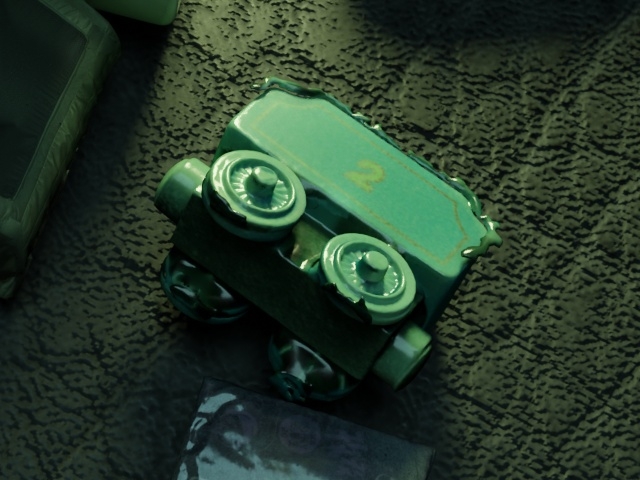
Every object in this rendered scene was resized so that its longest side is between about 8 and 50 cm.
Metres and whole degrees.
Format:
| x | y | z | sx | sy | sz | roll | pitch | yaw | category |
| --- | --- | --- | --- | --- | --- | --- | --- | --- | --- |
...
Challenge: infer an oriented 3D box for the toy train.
| x | y | z | sx | sy | sz | roll | pitch | yaw | category |
| --- | --- | --- | --- | --- | --- | --- | --- | --- | --- |
| 0.000 | 0.000 | 1.215 | 0.203 | 0.112 | 0.163 | 37 | 42 | 6 | toy train |

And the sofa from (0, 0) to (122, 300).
| x | y | z | sx | sy | sz | roll | pitch | yaw | category |
| --- | --- | --- | --- | --- | --- | --- | --- | --- | --- |
| -0.274 | -0.092 | 1.237 | 0.225 | 0.176 | 0.210 | 33 | 57 | -26 | sofa |

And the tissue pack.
| x | y | z | sx | sy | sz | roll | pitch | yaw | category |
| --- | --- | --- | --- | --- | --- | --- | --- | --- | --- |
| -0.016 | 0.161 | 1.171 | 0.156 | 0.051 | 0.112 | 18 | 63 | -2 | tissue pack |

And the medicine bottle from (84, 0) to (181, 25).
| x | y | z | sx | sy | sz | roll | pitch | yaw | category |
| --- | --- | --- | --- | --- | --- | --- | --- | --- | --- |
| -0.198 | -0.240 | 1.298 | 0.236 | 0.139 | 0.139 | 15 | 60 | -3 | medicine bottle |
